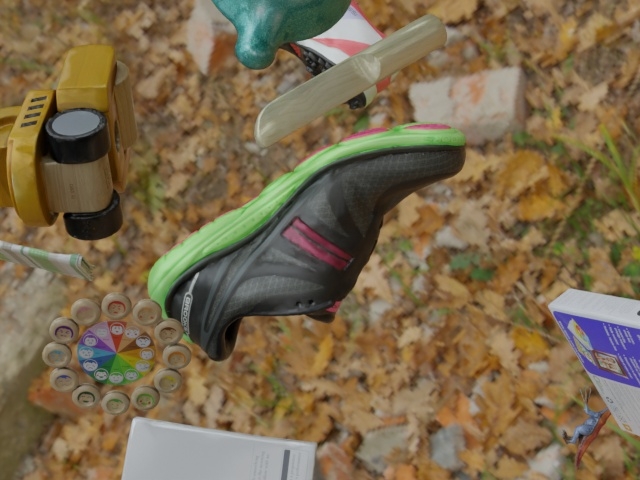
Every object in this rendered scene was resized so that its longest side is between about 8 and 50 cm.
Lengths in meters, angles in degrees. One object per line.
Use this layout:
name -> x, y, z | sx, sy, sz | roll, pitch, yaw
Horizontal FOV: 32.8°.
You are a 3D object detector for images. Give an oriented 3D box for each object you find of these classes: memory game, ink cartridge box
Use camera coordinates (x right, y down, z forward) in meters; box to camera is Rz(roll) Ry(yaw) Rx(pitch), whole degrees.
memory game -> -0.255, 0.145, 1.366 | 0.186, 0.186, 0.012 | -36, 26, 13
ink cartridge box -> 0.371, 0.152, 1.189 | 0.045, 0.206, 0.208 | -41, 23, -17

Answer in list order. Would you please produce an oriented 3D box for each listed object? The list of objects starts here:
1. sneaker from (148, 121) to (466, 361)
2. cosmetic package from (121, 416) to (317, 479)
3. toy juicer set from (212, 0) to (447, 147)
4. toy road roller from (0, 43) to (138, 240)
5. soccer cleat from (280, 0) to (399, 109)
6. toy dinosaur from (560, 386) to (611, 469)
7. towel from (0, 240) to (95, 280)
sneaker -> 0.000, 0.000, 1.463 | 0.483, 0.185, 0.202 | -33, 89, 17
cosmetic package -> -0.138, 0.328, 1.361 | 0.225, 0.224, 0.138 | 10, 64, -6
toy juicer set -> 0.002, -0.236, 0.917 | 0.209, 0.089, 0.329 | -11, 78, -18
toy road roller -> -0.435, -0.159, 1.744 | 0.241, 0.202, 0.329 | -1, 38, 1
soccer cleat -> -0.015, -0.314, 1.517 | 0.116, 0.108, 0.318 | -42, 69, -14
toy dinosaur -> 0.336, 0.225, 1.328 | 0.082, 0.047, 0.090 | -25, 68, 14
towel -> -0.394, 0.020, 1.506 | 0.152, 0.113, 0.023 | 13, 76, 1
